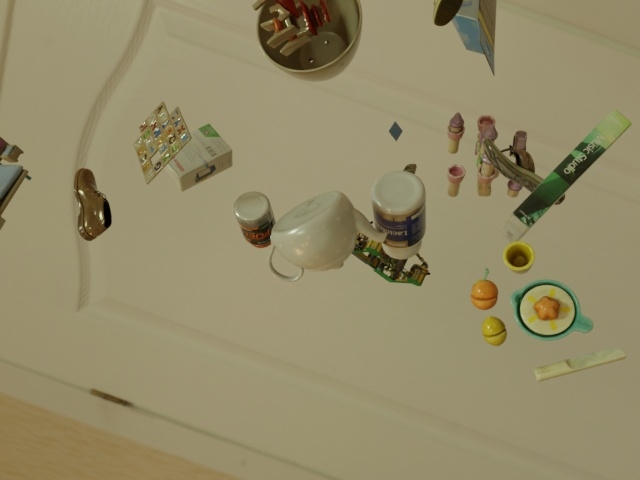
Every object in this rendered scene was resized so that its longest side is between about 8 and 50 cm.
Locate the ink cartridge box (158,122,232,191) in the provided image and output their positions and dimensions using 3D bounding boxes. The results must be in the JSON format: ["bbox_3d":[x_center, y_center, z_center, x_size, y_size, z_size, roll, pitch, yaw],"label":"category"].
[{"bbox_3d":[-0.435,-0.290,2.109,0.212,0.154,0.093,-32,-23,-24],"label":"ink cartridge box"}]

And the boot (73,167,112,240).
[{"bbox_3d":[-0.832,-0.151,2.241,0.112,0.115,0.305,35,-147,-58],"label":"boot"}]

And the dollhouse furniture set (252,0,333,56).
[{"bbox_3d":[-0.084,-0.671,1.723,0.259,0.135,0.262,4,-115,-65],"label":"dollhouse furniture set"}]

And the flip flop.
[{"bbox_3d":[0.576,-0.205,1.708,0.080,0.277,0.112,-53,-14,1],"label":"flip flop"}]

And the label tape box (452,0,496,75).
[{"bbox_3d":[0.486,-0.721,1.925,0.240,0.105,0.334,24,-111,-61],"label":"label tape box"}]

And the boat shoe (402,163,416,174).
[{"bbox_3d":[0.341,-0.244,2.429,0.049,0.056,0.152,-20,-28,-47],"label":"boat shoe"}]

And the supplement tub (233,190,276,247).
[{"bbox_3d":[-0.203,-0.061,1.940,0.190,0.117,0.117,78,-152,-59],"label":"supplement tub"}]

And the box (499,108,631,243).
[{"bbox_3d":[0.561,-0.138,1.414,0.322,0.058,0.232,-47,-13,0],"label":"box"}]

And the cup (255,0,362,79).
[{"bbox_3d":[-0.013,-0.639,1.933,0.237,0.331,0.331,40,-112,-73],"label":"cup"}]

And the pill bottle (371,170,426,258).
[{"bbox_3d":[0.233,-0.067,1.778,0.265,0.153,0.153,74,-150,-54],"label":"pill bottle"}]

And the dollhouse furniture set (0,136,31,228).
[{"bbox_3d":[-0.915,-0.191,1.596,0.198,0.303,0.286,45,-120,-45],"label":"dollhouse furniture set"}]

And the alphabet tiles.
[{"bbox_3d":[-0.480,-0.308,1.806,0.198,0.009,0.237,-42,51,16],"label":"alphabet tiles"}]

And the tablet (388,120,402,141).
[{"bbox_3d":[0.295,-0.430,2.386,0.006,0.054,0.083,-24,24,43],"label":"tablet"}]

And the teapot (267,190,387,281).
[{"bbox_3d":[0.000,0.000,1.630,0.252,0.187,0.256,-38,20,-25],"label":"teapot"}]

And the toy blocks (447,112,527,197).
[{"bbox_3d":[0.610,-0.334,2.169,0.260,0.308,0.289,84,-168,-53],"label":"toy blocks"}]

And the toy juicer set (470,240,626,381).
[{"bbox_3d":[0.459,0.175,1.308,0.209,0.329,0.089,-38,-28,4],"label":"toy juicer set"}]

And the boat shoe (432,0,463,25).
[{"bbox_3d":[0.280,-0.543,1.310,0.048,0.056,0.153,-113,31,-47],"label":"boat shoe"}]

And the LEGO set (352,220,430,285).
[{"bbox_3d":[0.281,0.022,2.343,0.192,0.331,0.255,-61,16,-16],"label":"LEGO set"}]
